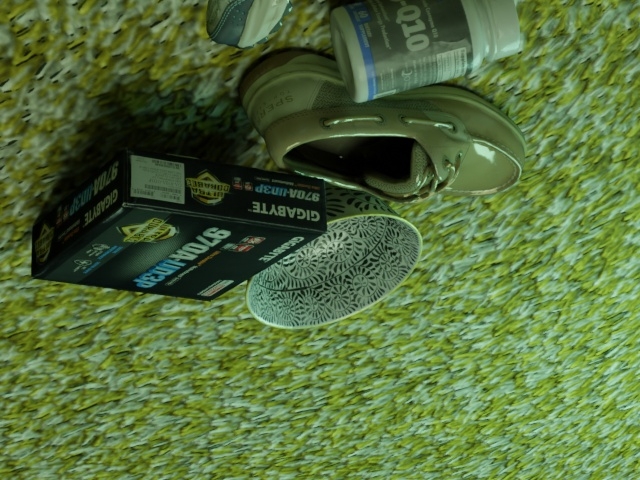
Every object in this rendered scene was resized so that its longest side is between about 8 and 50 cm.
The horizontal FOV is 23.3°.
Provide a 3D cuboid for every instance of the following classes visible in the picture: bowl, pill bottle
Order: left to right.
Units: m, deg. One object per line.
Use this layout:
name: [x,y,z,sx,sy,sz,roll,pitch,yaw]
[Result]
bowl: [0.000,0.000,1.409,0.170,0.080,0.170,-17,148,-11]
pill bottle: [0.082,-0.162,1.224,0.137,0.078,0.078,-16,147,-7]

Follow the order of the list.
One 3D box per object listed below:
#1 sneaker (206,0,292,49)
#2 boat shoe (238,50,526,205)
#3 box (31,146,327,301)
sneaker: [-0.070,-0.249,1.022,0.122,0.110,0.283,1,136,-9]
boat shoe: [0.067,-0.074,1.323,0.302,0.098,0.109,14,134,-40]
box: [-0.123,-0.008,1.286,0.175,0.051,0.220,8,160,-28]
